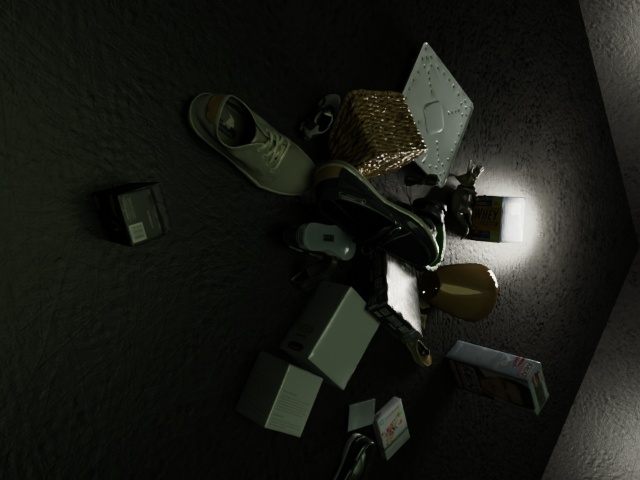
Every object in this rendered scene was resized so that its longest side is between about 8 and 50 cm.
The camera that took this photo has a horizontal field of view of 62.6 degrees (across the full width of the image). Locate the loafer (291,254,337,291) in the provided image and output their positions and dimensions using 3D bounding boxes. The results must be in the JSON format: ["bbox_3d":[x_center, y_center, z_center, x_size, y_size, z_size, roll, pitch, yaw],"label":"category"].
[{"bbox_3d":[-0.018,0.096,1.591,0.061,0.170,0.062,27,35,-33],"label":"loafer"}]

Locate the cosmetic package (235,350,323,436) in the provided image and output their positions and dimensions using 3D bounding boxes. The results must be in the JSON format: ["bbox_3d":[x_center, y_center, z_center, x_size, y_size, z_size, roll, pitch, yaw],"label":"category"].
[{"bbox_3d":[-0.120,0.446,1.535,0.151,0.151,0.184,35,72,-40],"label":"cosmetic package"}]

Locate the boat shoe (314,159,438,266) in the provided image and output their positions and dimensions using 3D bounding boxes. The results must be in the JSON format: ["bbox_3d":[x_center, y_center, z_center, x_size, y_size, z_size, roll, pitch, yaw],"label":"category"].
[{"bbox_3d":[0.170,-0.043,1.610,0.500,0.186,0.156,37,47,-27],"label":"boat shoe"}]

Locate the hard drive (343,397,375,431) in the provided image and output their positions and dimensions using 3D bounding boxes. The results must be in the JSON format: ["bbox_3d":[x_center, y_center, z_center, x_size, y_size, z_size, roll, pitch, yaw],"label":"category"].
[{"bbox_3d":[0.141,0.620,1.880,0.135,0.022,0.094,1,94,-43],"label":"hard drive"}]

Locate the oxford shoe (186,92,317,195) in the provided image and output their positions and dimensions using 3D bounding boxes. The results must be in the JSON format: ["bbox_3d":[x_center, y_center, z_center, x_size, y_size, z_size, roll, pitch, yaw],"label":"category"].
[{"bbox_3d":[-0.157,-0.249,1.437,0.449,0.130,0.169,32,71,-42],"label":"oxford shoe"}]

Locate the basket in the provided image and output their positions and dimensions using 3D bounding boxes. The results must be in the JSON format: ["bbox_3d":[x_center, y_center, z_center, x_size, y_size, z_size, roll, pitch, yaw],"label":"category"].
[{"bbox_3d":[0.154,-0.327,1.672,0.299,0.213,0.223,-17,81,-46],"label":"basket"}]

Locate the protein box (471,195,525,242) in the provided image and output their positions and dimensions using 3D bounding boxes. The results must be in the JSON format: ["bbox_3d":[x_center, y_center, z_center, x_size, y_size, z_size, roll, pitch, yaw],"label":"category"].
[{"bbox_3d":[0.775,-0.094,2.294,0.201,0.136,0.200,-2,97,-42],"label":"protein box"}]

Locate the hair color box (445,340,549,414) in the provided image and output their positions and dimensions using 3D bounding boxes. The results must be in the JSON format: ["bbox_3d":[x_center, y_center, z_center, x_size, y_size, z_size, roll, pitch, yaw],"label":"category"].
[{"bbox_3d":[0.715,0.553,2.155,0.113,0.374,0.185,-41,120,-31],"label":"hair color box"}]

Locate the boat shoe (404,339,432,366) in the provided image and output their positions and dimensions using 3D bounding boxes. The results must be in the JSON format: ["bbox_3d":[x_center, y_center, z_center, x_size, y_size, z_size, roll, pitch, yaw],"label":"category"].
[{"bbox_3d":[0.395,0.440,2.055,0.190,0.072,0.068,46,65,-36],"label":"boat shoe"}]

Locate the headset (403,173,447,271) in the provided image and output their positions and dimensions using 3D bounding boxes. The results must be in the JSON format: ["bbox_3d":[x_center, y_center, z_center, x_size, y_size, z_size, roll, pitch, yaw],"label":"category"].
[{"bbox_3d":[0.389,-0.066,1.891,0.243,0.185,0.394,-54,130,-39],"label":"headset"}]

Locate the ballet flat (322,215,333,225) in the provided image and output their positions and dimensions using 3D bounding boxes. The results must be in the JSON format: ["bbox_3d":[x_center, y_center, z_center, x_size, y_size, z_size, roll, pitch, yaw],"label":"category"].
[{"bbox_3d":[0.091,-0.061,1.729,0.221,0.077,0.079,13,105,-38],"label":"ballet flat"}]

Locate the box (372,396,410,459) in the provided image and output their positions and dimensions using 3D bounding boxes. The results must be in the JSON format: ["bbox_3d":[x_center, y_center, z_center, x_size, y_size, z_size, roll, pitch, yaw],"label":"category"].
[{"bbox_3d":[0.267,0.710,1.996,0.145,0.038,0.186,-29,113,-37],"label":"box"}]

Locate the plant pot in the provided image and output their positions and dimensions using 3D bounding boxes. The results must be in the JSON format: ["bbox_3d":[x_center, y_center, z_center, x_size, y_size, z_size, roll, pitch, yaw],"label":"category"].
[{"bbox_3d":[0.512,0.186,2.045,0.254,0.237,0.237,12,87,-33],"label":"plant pot"}]

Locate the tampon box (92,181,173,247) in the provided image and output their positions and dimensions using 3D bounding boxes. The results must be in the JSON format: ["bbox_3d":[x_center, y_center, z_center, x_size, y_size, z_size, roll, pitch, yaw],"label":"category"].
[{"bbox_3d":[-0.426,-0.062,1.191,0.101,0.161,0.120,-24,109,-38],"label":"tampon box"}]

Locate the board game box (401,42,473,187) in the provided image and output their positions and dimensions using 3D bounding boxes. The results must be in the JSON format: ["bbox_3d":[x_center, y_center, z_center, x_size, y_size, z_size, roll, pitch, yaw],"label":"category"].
[{"bbox_3d":[0.408,-0.460,1.976,0.390,0.050,0.390,35,72,-39],"label":"board game box"}]

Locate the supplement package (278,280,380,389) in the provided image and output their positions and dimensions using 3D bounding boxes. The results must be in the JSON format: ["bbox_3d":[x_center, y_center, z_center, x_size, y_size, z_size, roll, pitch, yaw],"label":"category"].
[{"bbox_3d":[0.036,0.294,1.664,0.204,0.145,0.262,49,63,-35],"label":"supplement package"}]

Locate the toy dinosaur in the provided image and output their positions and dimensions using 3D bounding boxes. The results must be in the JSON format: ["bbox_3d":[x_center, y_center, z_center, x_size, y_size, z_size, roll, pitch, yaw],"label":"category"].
[{"bbox_3d":[0.580,-0.155,2.147,0.160,0.121,0.314,30,79,-28],"label":"toy dinosaur"}]

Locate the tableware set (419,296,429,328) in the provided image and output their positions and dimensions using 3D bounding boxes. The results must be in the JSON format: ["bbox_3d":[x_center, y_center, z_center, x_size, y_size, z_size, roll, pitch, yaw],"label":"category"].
[{"bbox_3d":[0.374,0.267,2.052,0.168,0.020,0.141,16,84,-43],"label":"tableware set"}]

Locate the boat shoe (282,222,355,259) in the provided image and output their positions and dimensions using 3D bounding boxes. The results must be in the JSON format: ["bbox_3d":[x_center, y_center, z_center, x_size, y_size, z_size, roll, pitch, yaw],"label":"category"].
[{"bbox_3d":[0.000,0.004,1.621,0.306,0.105,0.113,2,88,-56],"label":"boat shoe"}]

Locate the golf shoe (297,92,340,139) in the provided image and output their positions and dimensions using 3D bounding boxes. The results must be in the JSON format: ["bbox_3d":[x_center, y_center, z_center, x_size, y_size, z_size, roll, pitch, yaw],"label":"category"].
[{"bbox_3d":[0.020,-0.379,1.605,0.077,0.094,0.198,52,60,-32],"label":"golf shoe"}]

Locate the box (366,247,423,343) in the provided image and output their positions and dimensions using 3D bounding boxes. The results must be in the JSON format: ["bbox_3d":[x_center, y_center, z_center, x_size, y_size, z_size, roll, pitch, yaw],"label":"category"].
[{"bbox_3d":[0.250,0.158,1.790,0.242,0.076,0.307,43,35,-38],"label":"box"}]

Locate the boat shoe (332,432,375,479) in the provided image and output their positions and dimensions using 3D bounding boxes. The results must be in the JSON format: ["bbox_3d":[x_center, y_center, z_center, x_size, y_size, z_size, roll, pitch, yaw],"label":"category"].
[{"bbox_3d":[0.110,0.831,1.830,0.114,0.091,0.303,20,82,-42],"label":"boat shoe"}]
